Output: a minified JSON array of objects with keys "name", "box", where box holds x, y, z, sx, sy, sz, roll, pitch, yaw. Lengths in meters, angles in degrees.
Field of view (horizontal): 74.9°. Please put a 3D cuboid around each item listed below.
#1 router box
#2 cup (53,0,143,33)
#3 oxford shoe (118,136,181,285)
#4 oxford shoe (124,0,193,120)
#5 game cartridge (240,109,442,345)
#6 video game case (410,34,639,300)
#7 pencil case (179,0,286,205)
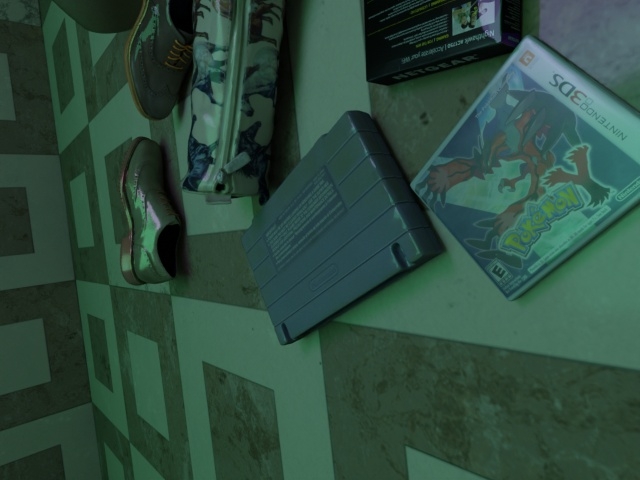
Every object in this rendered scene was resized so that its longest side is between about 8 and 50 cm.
[{"name":"router box","box":[0.127,-0.261,0.468,0.179,0.046,0.133,7,102,49]},{"name":"cup","box":[-0.533,-0.650,0.999,0.331,0.331,0.237,50,156,32]},{"name":"oxford shoe","box":[-0.431,-0.080,1.109,0.147,0.140,0.396,-2,90,18]},{"name":"oxford shoe","box":[-0.334,-0.427,0.915,0.133,0.130,0.363,39,124,31]},{"name":"game cartridge","box":[0.000,0.000,0.651,0.355,0.068,0.230,-41,62,45]},{"name":"video game case","box":[0.205,-0.068,0.427,0.183,0.023,0.201,57,134,27]},{"name":"pencil case","box":[-0.140,-0.265,0.684,0.183,0.160,0.410,-135,50,-59]}]
